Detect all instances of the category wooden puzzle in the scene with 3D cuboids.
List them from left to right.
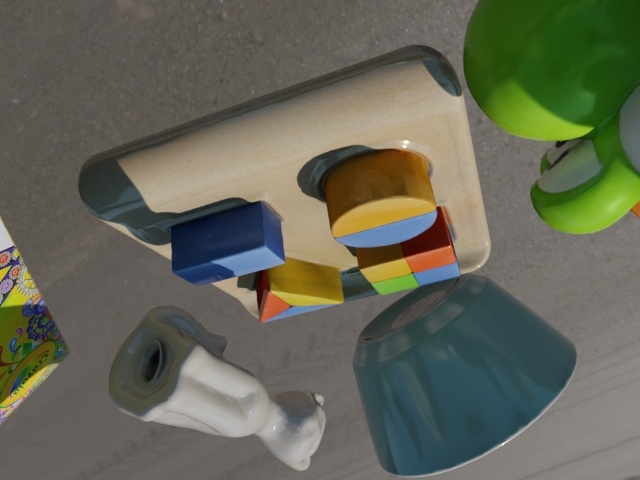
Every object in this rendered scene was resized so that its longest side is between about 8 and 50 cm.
[{"bbox_3d":[0.000,0.000,0.563,0.322,0.080,0.348,-15,150,15],"label":"wooden puzzle"}]

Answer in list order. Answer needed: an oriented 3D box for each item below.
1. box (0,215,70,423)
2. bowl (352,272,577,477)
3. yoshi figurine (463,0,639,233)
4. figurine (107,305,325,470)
[{"bbox_3d":[-0.365,0.003,0.361,0.290,0.177,0.279,25,142,15],"label":"box"},{"bbox_3d":[0.166,0.158,0.789,0.312,0.163,0.311,-35,-179,1],"label":"bowl"},{"bbox_3d":[0.199,-0.139,0.257,0.204,0.203,0.362,-10,154,-35],"label":"yoshi figurine"},{"bbox_3d":[-0.081,0.186,0.436,0.092,0.214,0.209,-1,150,41],"label":"figurine"}]
